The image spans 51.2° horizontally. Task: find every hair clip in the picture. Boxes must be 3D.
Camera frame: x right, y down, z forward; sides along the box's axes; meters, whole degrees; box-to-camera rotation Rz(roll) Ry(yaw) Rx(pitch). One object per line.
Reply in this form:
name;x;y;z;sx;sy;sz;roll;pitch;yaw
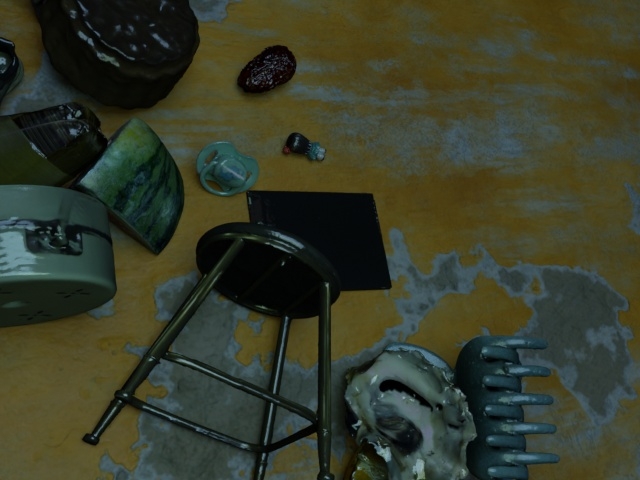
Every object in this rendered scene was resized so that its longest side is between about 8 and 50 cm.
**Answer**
hair clip;0.364;0.370;1.466;0.392;0.238;0.318;10;67;-21

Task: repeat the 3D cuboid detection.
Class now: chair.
chair;-0.156;0.207;1.232;0.362;0.364;0.410;26;56;-13

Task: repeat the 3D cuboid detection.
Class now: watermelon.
watermelon;-0.407;-0.109;1.387;0.261;0.201;0.212;58;46;-44

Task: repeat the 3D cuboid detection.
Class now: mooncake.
mooncake;-0.424;-0.459;1.449;0.324;0.187;0.324;17;60;-32

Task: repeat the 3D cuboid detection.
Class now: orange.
orange;0.110;0.494;1.367;0.170;0.112;0.160;14;46;-37

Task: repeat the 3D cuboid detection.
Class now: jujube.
jujube;-0.126;-0.420;1.656;0.104;0.104;0.166;43;63;-2

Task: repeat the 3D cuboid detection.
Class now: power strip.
power strip;-0.515;0.031;1.129;0.358;0.357;0.161;-4;73;-26

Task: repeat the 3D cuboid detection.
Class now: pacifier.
pacifier;-0.218;-0.170;1.519;0.150;0.126;0.116;23;23;-33

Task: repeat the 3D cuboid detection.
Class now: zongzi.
zongzi;-0.577;-0.211;1.238;0.289;0.154;0.317;-36;72;-3

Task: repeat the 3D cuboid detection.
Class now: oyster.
oyster;0.169;0.356;1.366;0.238;0.114;0.351;-38;46;-14

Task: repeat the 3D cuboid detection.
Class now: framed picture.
framed picture;0.000;0.000;1.583;0.339;0.014;0.255;-1;69;-25

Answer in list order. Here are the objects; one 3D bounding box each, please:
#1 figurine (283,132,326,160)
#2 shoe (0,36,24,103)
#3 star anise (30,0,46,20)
figurine;-0.038;-0.225;1.645;0.106;0.047;0.060;20;98;-24
shoe;-0.678;-0.316;1.347;0.099;0.112;0.227;25;59;-15
star anise;-0.693;-0.526;1.454;0.228;0.218;0.148;-4;106;-1
